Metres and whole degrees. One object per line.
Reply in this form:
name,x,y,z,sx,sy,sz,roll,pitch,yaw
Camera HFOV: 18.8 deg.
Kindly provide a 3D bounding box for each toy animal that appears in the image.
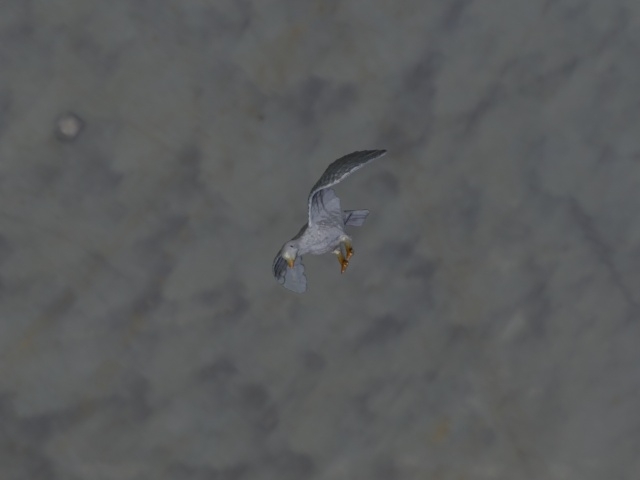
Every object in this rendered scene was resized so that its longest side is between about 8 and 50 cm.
toy animal,0.001,0.000,0.803,0.028,0.050,0.084,27,124,-2
